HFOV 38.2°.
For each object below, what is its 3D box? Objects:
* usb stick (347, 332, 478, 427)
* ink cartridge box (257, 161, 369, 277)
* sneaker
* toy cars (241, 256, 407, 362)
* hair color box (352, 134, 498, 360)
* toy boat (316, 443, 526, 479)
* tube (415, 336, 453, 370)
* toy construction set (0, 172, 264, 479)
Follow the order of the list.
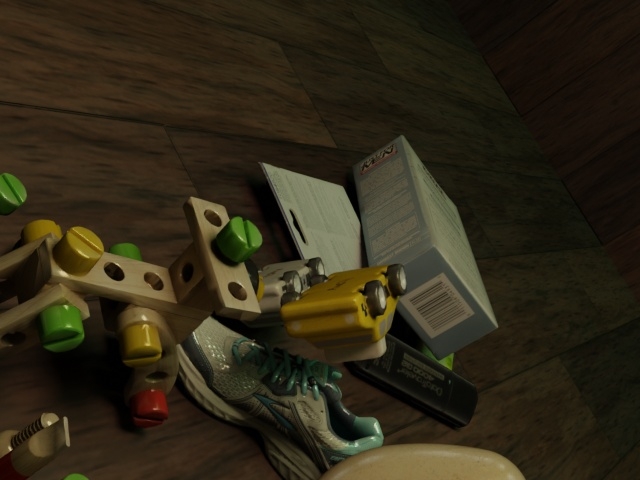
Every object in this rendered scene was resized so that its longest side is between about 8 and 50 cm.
[{"bbox_3d":[0.139,0.200,1.356,0.278,0.045,0.077,33,64,-38],"label":"usb stick"},{"bbox_3d":[0.000,0.000,1.374,0.224,0.045,0.223,13,47,-55],"label":"ink cartridge box"},{"bbox_3d":[-0.042,0.157,1.022,0.283,0.122,0.110,45,27,-19],"label":"sneaker"},{"bbox_3d":[-0.012,0.078,1.043,0.177,0.394,0.087,-12,96,-22],"label":"toy cars"},{"bbox_3d":[0.160,-0.001,1.499,0.185,0.114,0.374,50,18,-26],"label":"hair color box"},{"bbox_3d":[0.095,0.369,0.940,0.148,0.268,0.318,82,6,-60],"label":"toy boat"},{"bbox_3d":[0.195,0.146,1.521,0.070,0.062,0.240,14,39,4],"label":"tube"},{"bbox_3d":[-0.175,0.070,0.771,0.257,0.237,0.308,42,29,-25],"label":"toy construction set"}]
